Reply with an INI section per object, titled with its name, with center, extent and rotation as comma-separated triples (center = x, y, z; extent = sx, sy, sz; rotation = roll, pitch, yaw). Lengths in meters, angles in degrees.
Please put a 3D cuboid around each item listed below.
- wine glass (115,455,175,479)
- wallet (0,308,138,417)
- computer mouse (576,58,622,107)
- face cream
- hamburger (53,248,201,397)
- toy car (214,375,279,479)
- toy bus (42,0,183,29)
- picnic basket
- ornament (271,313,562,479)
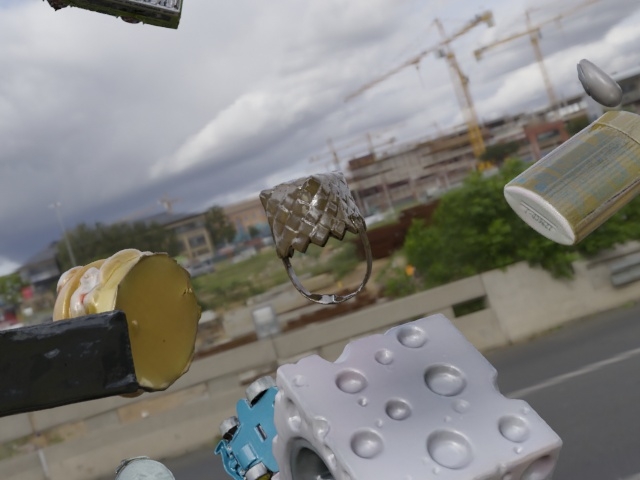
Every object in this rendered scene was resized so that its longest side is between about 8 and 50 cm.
[wine glass]
center = -0.292, 0.445, 1.510
extent = 0.111, 0.111, 0.204
rotation = -17, -39, -35
[wallet]
center = -0.453, 0.207, 1.557
extent = 0.285, 0.146, 0.030
rotation = -9, 3, -22
[computer mouse]
center = 0.448, -0.252, 1.528
extent = 0.039, 0.096, 0.066
rotation = -46, -21, 7
[face cream]
center = 0.421, -0.106, 1.431
extent = 0.285, 0.139, 0.067
rotation = -34, -29, -26
[hamburger]
center = -0.385, 0.155, 1.779
extent = 0.236, 0.276, 0.276
rotation = -5, 7, 33
[toy car]
center = -0.069, 0.287, 1.370
extent = 0.098, 0.126, 0.161
rotation = 7, -51, -50
[toy bus]
center = -0.397, -0.482, 1.734
extent = 0.301, 0.113, 0.139
rotation = 9, -10, -17
[picnic basket]
center = 0.000, 0.000, 1.279
extent = 0.128, 0.179, 0.138
rotation = -15, 1, 25
[ornament]
center = 0.099, 0.274, 1.115
extent = 0.239, 0.240, 0.239
rotation = -15, 41, -24
